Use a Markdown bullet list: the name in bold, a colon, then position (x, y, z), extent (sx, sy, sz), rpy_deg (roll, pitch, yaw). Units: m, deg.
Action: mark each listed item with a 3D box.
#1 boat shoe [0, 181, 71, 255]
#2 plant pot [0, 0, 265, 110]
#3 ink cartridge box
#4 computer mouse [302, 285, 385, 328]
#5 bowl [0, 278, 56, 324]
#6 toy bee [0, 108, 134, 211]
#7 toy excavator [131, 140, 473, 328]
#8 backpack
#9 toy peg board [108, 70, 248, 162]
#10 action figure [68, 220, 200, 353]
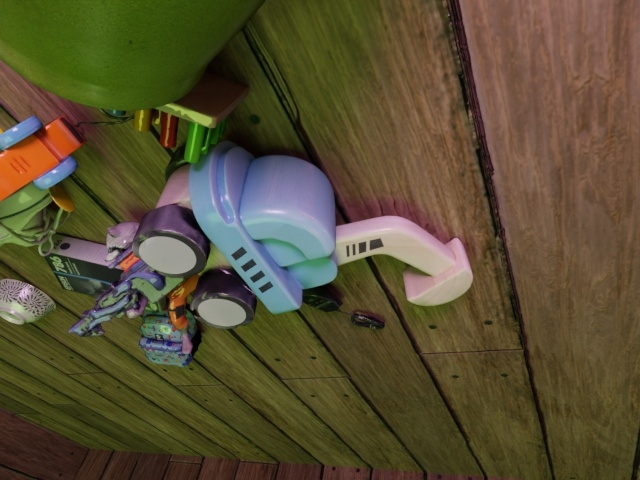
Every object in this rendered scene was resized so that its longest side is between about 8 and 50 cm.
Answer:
- **boat shoe**: position (-0.611, -0.040, 0.855), extent (0.366, 0.136, 0.156), rpy_deg (-14, 131, 31)
- **plant pot**: position (-0.162, -0.304, 0.327), extent (0.366, 0.367, 0.353), rpy_deg (30, 148, -17)
- **ink cartridge box**: position (-0.552, 0.076, 1.018), extent (0.332, 0.065, 0.165), rpy_deg (14, 139, 2)
- **computer mouse**: position (0.053, 0.152, 0.958), extent (0.242, 0.041, 0.071), rpy_deg (28, 145, -25)
- **bowl**: position (-0.898, 0.197, 1.228), extent (0.170, 0.080, 0.170), rpy_deg (8, 138, 8)
- **toy bee**: position (-0.446, -0.140, 0.673), extent (0.162, 0.298, 0.196), rpy_deg (23, 128, 54)
- **toy excavator**: position (0.000, 0.000, 0.697), extent (0.444, 0.223, 0.433), rpy_deg (-16, 132, 18)
- **backpack**: position (-0.418, 0.249, 1.128), extent (0.158, 0.117, 0.173), rpy_deg (9, 135, 5)
- **toy peg board**: position (-0.201, -0.181, 0.559), extent (0.160, 0.161, 0.079), rpy_deg (18, 123, -5)
- **action figure**: position (-0.358, 0.099, 0.905), extent (0.341, 0.179, 0.330), rpy_deg (-30, 121, 3)
